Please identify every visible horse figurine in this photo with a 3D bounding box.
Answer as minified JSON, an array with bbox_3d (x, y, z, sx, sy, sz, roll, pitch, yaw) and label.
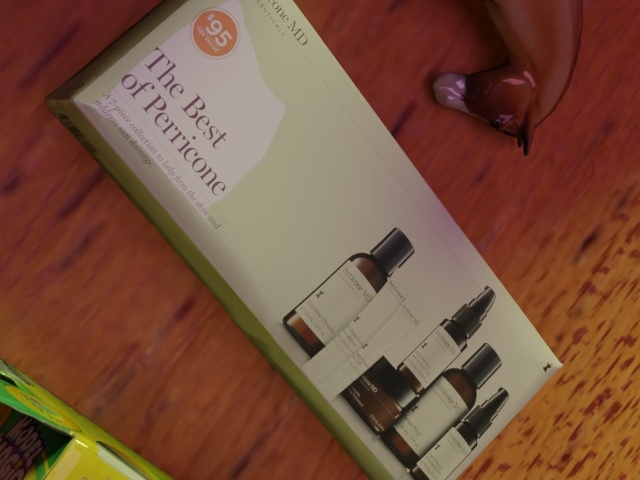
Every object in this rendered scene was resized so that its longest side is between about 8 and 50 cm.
[{"bbox_3d":[0.082,-0.191,0.507,0.174,0.066,0.263,23,89,-17],"label":"horse figurine"}]

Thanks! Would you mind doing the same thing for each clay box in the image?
[{"bbox_3d":[-0.062,0.123,0.439,0.222,0.127,0.053,40,78,-22],"label":"clay box"}]

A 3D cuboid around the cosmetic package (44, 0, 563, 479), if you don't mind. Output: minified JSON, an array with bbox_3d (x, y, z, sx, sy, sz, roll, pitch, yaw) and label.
[{"bbox_3d":[0.000,0.000,0.491,0.099,0.060,0.239,-45,111,-15],"label":"cosmetic package"}]
